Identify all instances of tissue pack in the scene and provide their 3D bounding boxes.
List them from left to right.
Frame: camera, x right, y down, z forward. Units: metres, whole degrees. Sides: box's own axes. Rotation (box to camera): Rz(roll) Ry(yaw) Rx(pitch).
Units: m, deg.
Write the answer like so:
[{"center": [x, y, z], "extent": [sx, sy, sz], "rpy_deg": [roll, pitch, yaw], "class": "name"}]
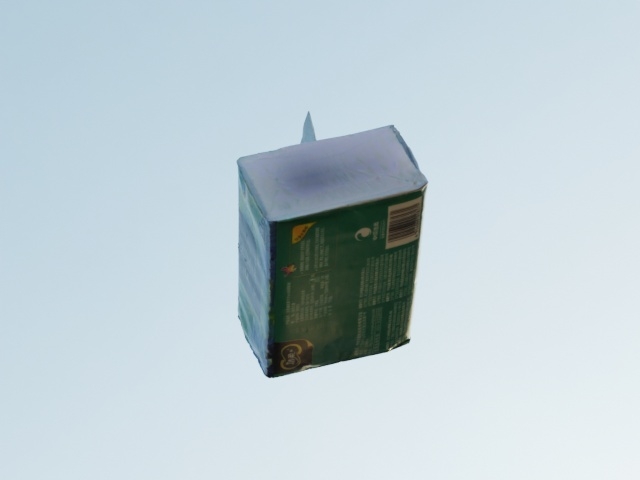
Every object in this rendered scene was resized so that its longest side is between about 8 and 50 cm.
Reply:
[{"center": [0.000, -0.001, 0.892], "extent": [0.085, 0.079, 0.111], "rpy_deg": [-13, -44, -15], "class": "tissue pack"}]
